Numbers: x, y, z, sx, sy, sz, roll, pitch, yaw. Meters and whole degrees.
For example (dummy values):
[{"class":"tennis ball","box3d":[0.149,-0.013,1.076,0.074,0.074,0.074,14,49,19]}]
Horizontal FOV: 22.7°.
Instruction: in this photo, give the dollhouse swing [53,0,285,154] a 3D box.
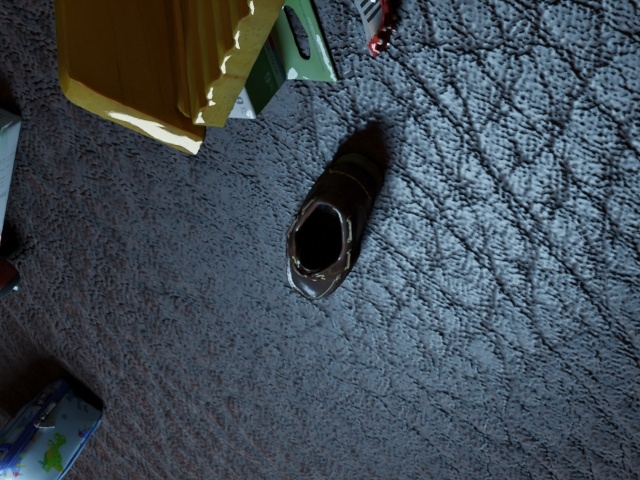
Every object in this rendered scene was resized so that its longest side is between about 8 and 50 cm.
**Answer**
[{"class":"dollhouse swing","box3d":[-0.199,-0.282,1.160,0.305,0.315,0.347,4,149,-20]}]

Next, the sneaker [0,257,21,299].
[{"class":"sneaker","box3d":[-0.470,0.033,1.897,0.276,0.097,0.135,-11,117,48]}]

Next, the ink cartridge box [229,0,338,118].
[{"class":"ink cartridge box","box3d":[-0.100,-0.170,1.417,0.209,0.062,0.109,6,134,31]}]

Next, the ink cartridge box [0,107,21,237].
[{"class":"ink cartridge box","box3d":[-0.426,-0.064,1.727,0.181,0.056,0.224,23,117,14]}]

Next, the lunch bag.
[{"class":"lunch bag","box3d":[-0.381,0.282,2.037,0.090,0.176,0.219,41,144,-9]}]

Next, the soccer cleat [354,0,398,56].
[{"class":"soccer cleat","box3d":[0.044,-0.190,1.318,0.035,0.029,0.083,27,140,25]}]

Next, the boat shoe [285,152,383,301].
[{"class":"boat shoe","box3d":[0.000,0.000,1.524,0.073,0.073,0.207,28,144,7]}]
